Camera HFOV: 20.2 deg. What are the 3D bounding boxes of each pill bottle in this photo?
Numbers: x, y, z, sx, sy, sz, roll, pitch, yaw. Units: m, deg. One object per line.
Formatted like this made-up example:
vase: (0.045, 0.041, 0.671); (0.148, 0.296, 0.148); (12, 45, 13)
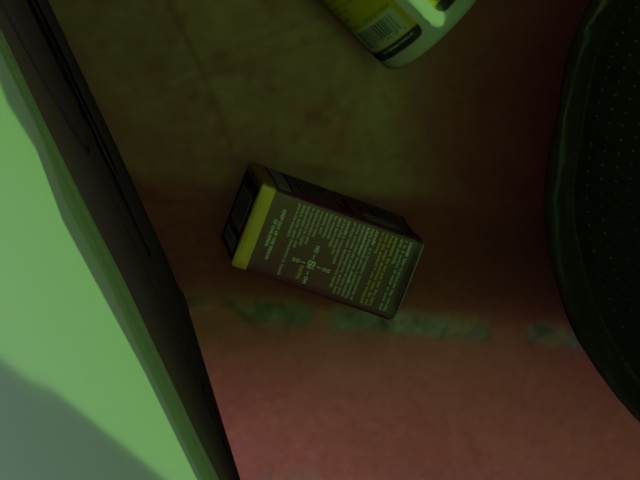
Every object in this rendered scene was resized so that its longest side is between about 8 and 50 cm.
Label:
pill bottle: (0.015, -0.139, 0.819); (0.065, 0.065, 0.116); (-45, 105, 2)

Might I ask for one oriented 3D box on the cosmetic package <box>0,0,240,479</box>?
cosmetic package: (-0.134, -0.042, 0.654); (0.097, 0.377, 0.284); (-23, 104, -3)

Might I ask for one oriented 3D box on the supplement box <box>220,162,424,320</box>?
supplement box: (0.000, 0.000, 0.850); (0.083, 0.055, 0.043); (19, 99, -12)

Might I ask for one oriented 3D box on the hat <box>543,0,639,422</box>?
hat: (0.231, -0.047, 0.840); (0.331, 0.134, 0.331); (-6, 110, -18)
